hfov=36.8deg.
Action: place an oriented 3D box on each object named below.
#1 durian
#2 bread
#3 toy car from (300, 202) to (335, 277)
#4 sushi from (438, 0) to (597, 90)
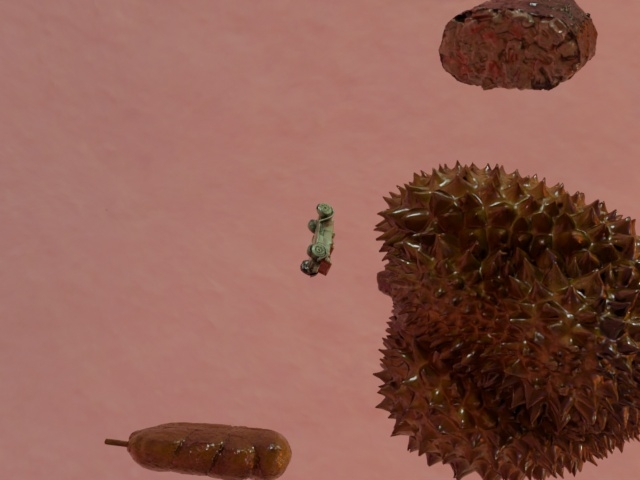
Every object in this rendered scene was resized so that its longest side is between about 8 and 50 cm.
[{"bbox_3d":[0.099,0.046,0.484,0.168,0.137,0.158,19,122,17],"label":"durian"},{"bbox_3d":[-0.222,0.383,1.745,0.344,0.124,0.083,2,97,5],"label":"bread"},{"bbox_3d":[0.000,0.000,1.824,0.054,0.073,0.143,16,49,-7],"label":"toy car"},{"bbox_3d":[0.197,-0.200,0.973,0.078,0.150,0.090,-43,131,-43],"label":"sushi"}]
